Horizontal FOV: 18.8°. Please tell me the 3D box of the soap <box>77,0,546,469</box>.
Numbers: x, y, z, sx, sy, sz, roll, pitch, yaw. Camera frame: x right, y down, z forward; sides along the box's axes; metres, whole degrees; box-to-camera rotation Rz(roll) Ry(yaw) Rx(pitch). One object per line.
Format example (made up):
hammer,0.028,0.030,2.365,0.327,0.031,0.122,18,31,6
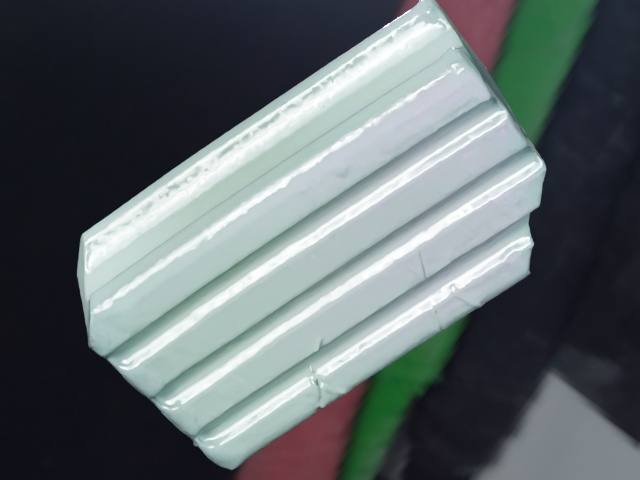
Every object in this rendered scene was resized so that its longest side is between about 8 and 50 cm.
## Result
soap,0.000,0.000,1.201,0.289,0.095,0.173,-34,-52,10
